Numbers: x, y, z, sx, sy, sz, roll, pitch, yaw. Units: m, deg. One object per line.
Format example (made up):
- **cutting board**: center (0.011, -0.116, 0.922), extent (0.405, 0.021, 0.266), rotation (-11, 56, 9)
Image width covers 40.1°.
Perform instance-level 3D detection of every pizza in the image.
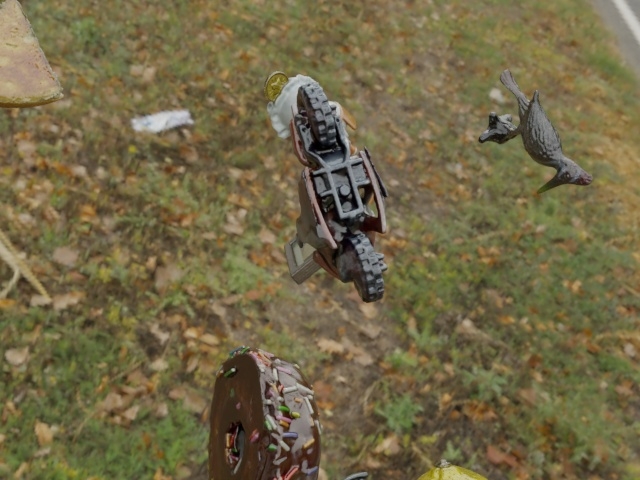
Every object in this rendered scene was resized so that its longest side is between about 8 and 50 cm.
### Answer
- **pizza**: center (-0.530, -0.318, 1.508), extent (0.200, 0.193, 0.053), rotation (14, -10, -13)

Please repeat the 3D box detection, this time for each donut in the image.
- **donut**: center (-0.070, 0.245, 1.060), extent (0.089, 0.235, 0.235), rotation (7, 33, -25)

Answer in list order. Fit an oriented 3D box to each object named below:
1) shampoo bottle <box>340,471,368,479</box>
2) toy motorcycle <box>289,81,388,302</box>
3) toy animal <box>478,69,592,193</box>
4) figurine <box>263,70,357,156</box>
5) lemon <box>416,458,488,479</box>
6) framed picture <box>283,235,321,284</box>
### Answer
- **shampoo bottle**: center (0.090, 0.442, 1.157), extent (0.101, 0.101, 0.284), rotation (-18, 86, -53)
- **toy motorcycle**: center (0.012, -0.042, 0.844), extent (0.084, 0.213, 0.118), rotation (-17, 0, -9)
- **toy animal**: center (0.308, -0.144, 1.250), extent (0.070, 0.105, 0.202), rotation (-9, 52, -45)
- **figurine**: center (-0.019, -0.244, 1.795), extent (0.143, 0.143, 0.271), rotation (50, 4, 37)
- **lemon**: center (0.141, 0.292, 0.910), extent (0.109, 0.133, 0.109), rotation (-12, 6, 1)
- **framed picture**: center (0.000, 0.000, 1.422), extent (0.023, 0.128, 0.168), rotation (50, 6, -16)
